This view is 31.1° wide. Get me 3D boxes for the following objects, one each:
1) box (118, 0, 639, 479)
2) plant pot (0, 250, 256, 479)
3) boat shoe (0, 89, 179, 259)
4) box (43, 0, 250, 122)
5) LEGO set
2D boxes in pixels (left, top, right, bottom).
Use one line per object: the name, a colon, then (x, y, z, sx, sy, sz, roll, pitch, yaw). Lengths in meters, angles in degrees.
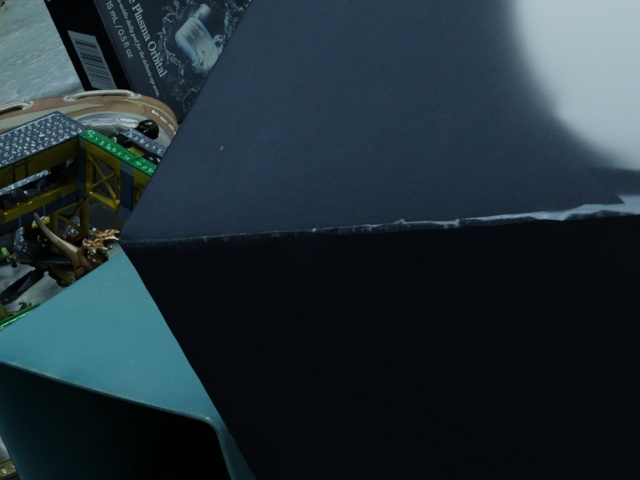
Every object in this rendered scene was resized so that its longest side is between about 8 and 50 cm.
box: (0.105, -0.009, 0.525, 0.178, 0.313, 0.343, -3, 42, 23)
plant pot: (-0.029, 0.075, 0.636, 0.165, 0.166, 0.234, 9, 36, 35)
boat shoe: (-0.266, -0.056, 0.967, 0.324, 0.123, 0.116, -5, 30, 10)
box: (-0.151, -0.204, 1.060, 0.093, 0.156, 0.158, 19, 50, 41)
LEGO set: (-0.204, 0.067, 0.748, 0.254, 0.192, 0.331, 24, 37, 21)
